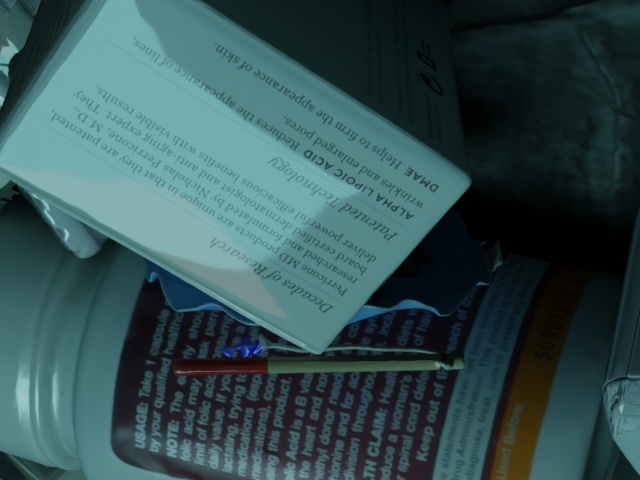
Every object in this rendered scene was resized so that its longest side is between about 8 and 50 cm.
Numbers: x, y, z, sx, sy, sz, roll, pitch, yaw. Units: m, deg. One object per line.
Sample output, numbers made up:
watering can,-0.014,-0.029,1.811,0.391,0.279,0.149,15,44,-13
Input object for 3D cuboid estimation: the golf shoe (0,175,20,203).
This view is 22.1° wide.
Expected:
golf shoe,-0.283,-0.075,1.021,0.273,0.105,0.120,1,173,34

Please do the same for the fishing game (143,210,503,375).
fishing game,0.000,0.000,0.866,0.189,0.264,0.041,0,113,-1

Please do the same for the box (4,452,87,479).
box,-0.148,0.227,1.405,0.148,0.121,0.311,30,157,48

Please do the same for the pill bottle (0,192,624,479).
pill bottle,-0.014,0.088,1.031,0.392,0.224,0.224,13,152,16

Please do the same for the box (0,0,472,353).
box,-0.038,-0.076,0.762,0.182,0.181,0.119,31,118,-18

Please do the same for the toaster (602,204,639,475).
toaster,0.245,0.078,0.907,0.129,0.146,0.227,0,146,37

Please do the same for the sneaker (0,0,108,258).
sneaker,-0.165,-0.130,0.900,0.105,0.115,0.281,36,159,57
